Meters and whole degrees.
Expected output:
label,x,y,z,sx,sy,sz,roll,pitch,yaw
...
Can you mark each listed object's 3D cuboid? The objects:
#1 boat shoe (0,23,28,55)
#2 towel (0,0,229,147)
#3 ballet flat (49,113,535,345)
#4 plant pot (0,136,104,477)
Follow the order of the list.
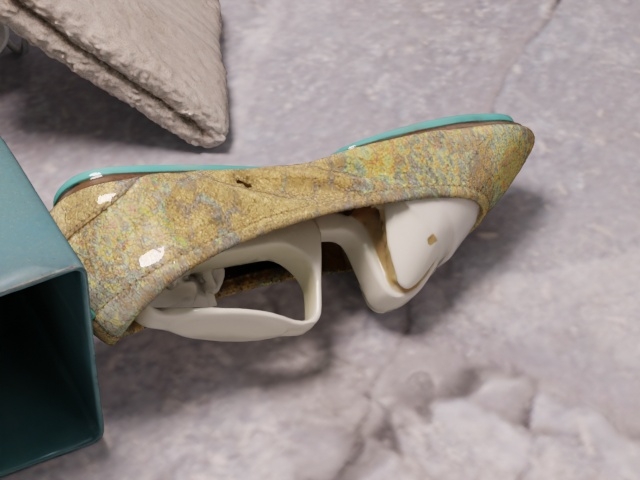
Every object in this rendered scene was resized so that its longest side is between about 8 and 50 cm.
label,x,y,z,sx,sy,sz,roll,pitch,yaw
boat shoe,-0.275,-0.173,1.087,0.157,0.136,0.367,9,51,-2
towel,-0.178,-0.191,1.057,0.049,0.282,0.187,-37,38,26
ballet flat,0.000,0.000,0.925,0.349,0.123,0.123,-9,43,-28
plant pot,-0.251,0.011,0.857,0.165,0.165,0.234,-19,54,-19
